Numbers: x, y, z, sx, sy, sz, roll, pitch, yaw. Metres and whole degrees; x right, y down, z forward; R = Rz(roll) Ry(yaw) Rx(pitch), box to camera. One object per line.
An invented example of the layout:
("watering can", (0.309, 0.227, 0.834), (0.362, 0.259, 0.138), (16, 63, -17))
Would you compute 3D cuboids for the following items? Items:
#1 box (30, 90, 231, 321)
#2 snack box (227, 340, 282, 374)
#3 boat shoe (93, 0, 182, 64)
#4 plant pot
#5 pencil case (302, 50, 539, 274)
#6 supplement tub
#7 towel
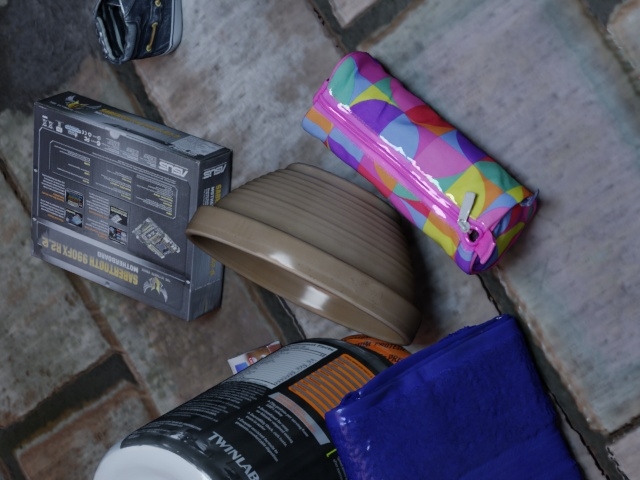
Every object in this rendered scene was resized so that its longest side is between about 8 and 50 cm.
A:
("box", (-0.203, -0.038, 1.999), (0.231, 0.056, 0.183), (20, 119, 31))
("snack box", (-0.035, 0.195, 1.979), (0.064, 0.022, 0.178), (-22, 93, 42))
("boat shoe", (-0.182, -0.266, 1.880), (0.065, 0.083, 0.183), (9, 112, 35))
("plant pot", (0.000, 0.000, 1.787), (0.237, 0.237, 0.110), (21, 82, 30))
("pencil case", (0.091, -0.070, 1.735), (0.236, 0.104, 0.104), (41, 127, 19))
("supplement tub", (-0.038, 0.219, 1.783), (0.207, 0.338, 0.207), (15, 115, 34))
("towel", (0.140, 0.247, 1.741), (0.076, 0.227, 0.308), (-17, 97, 59))
